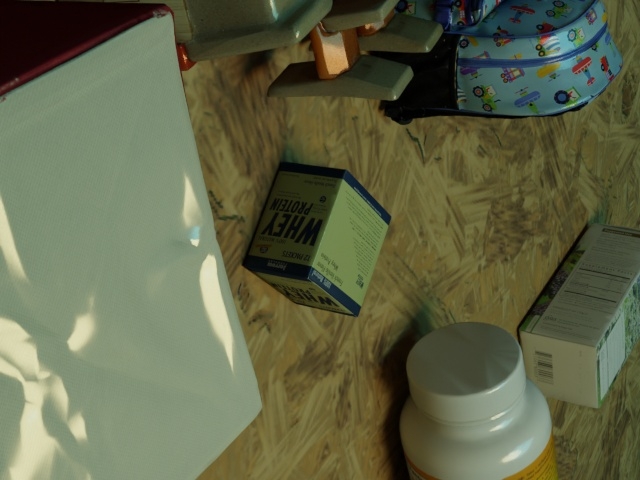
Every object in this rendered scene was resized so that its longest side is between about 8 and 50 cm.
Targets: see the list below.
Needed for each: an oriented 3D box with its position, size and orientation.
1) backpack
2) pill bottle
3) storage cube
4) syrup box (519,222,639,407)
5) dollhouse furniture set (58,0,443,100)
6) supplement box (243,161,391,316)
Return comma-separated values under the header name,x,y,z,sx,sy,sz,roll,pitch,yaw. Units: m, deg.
name,x,y,z,sx,sy,sz,roll,pitch,yaw
backpack,0.147,-0.163,0.835,0.158,0.173,0.117,-42,131,-43
pill bottle,0.148,0.200,0.967,0.136,0.136,0.246,-47,135,-41
storage cube,-0.164,0.026,0.386,0.215,0.193,0.184,-42,132,-46
syrup box,0.330,0.083,1.257,0.237,0.096,0.093,-46,136,-42
dollhouse furniture set,-0.035,-0.203,0.623,0.259,0.135,0.262,-57,142,-50
supplement box,0.000,0.000,0.759,0.083,0.056,0.083,41,64,-54
